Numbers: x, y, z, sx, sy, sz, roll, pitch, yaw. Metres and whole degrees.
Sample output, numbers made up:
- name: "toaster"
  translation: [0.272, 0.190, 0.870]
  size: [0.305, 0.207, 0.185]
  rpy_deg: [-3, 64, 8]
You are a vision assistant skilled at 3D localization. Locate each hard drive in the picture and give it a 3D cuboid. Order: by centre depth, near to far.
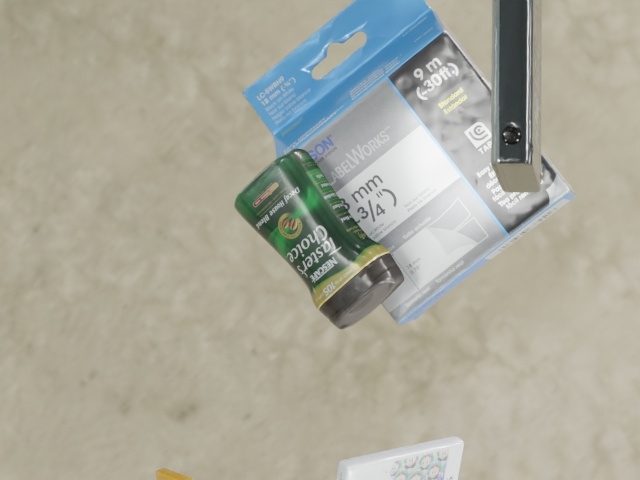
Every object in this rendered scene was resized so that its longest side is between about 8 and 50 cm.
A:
- name: "hard drive"
  translation: [0.103, -0.099, 0.934]
  size: [0.022, 0.094, 0.135]
  rpy_deg: [0, 82, 10]

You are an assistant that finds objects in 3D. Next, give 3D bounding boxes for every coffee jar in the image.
- name: "coffee jar"
  translation: [0.000, 0.000, 1.871]
  size: [0.184, 0.096, 0.079]
  rpy_deg: [50, 17, 8]

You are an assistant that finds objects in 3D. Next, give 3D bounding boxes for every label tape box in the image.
- name: "label tape box"
  translation: [0.084, -0.110, 1.974]
  size: [0.334, 0.240, 0.106]
  rpy_deg: [53, 10, 8]

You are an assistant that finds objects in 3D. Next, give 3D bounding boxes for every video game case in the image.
- name: "video game case"
  translation: [0.074, 0.279, 1.833]
  size: [0.157, 0.143, 0.019]
  rpy_deg: [-7, 24, -37]

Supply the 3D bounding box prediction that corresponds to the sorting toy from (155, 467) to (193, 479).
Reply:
- name: "sorting toy"
  translation: [-0.122, 0.400, 1.798]
  size: [0.047, 0.196, 0.348]
  rpy_deg: [-20, 93, -31]
